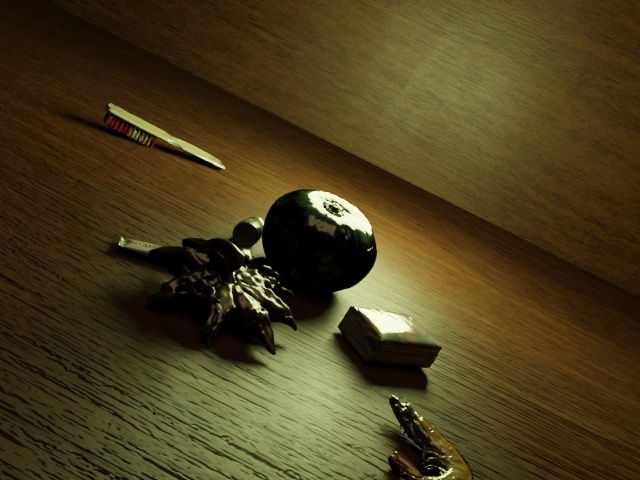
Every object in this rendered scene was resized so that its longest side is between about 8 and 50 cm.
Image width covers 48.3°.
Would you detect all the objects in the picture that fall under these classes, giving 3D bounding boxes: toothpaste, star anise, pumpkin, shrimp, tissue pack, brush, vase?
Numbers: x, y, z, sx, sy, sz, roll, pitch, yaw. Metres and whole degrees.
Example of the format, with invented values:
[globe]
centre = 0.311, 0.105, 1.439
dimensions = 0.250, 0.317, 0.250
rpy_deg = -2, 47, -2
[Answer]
[toothpaste]
centre = -0.226, 0.034, 1.178
dimensions = 0.218, 0.033, 0.052
rpy_deg = 18, 11, -18
[star anise]
centre = -0.134, 0.058, 1.090
dimensions = 0.272, 0.103, 0.272
rpy_deg = 22, 28, -13
[pumpkin]
centre = 0.000, 0.000, 1.378
dimensions = 0.233, 0.163, 0.233
rpy_deg = 22, 19, -8
[shrimp]
centre = 0.124, 0.277, 0.963
dimensions = 0.124, 0.034, 0.178
rpy_deg = 0, 34, -43
[tissue pack]
centre = 0.120, 0.166, 1.230
dimensions = 0.148, 0.060, 0.108
rpy_deg = 12, 23, -36
[brush]
centre = -0.381, -0.239, 1.745
dimensions = 0.321, 0.050, 0.060
rpy_deg = 25, 12, -31
[vase]
centre = -0.140, -0.020, 1.423
dimensions = 0.053, 0.053, 0.101
rpy_deg = 26, 13, 1
